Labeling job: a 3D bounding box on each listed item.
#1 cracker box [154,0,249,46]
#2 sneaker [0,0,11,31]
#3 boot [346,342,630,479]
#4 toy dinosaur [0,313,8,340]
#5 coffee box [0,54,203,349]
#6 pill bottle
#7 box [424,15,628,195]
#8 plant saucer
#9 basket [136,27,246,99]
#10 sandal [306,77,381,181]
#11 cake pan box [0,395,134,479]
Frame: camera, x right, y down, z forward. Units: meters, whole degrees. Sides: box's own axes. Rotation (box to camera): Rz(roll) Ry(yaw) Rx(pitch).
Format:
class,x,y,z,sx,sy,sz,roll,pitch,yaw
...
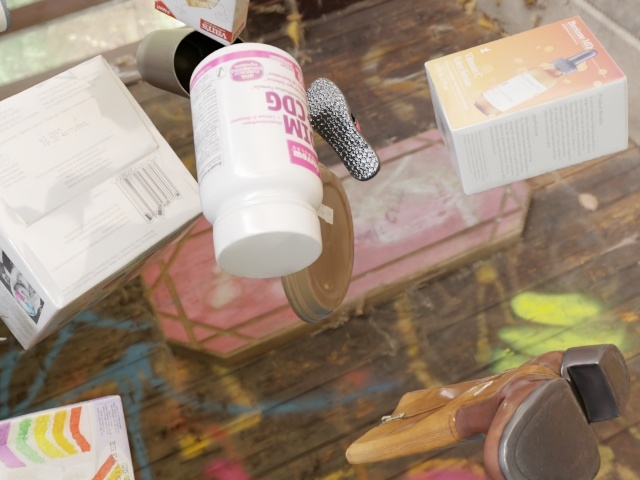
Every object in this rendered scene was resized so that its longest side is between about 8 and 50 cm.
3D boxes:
class,x,y,z,sx,sy,sz,roll,pitch,yaw
cracker box,-0.194,-0.450,1.284,0.155,0.067,0.232,27,152,3
sneaker,-0.536,-0.400,0.998,0.112,0.131,0.319,13,134,54
boot,0.134,0.183,0.768,0.280,0.264,0.096,-20,97,37
toy dinosaur,-0.612,0.155,1.143,0.313,0.160,0.121,-77,-9,-67
coffee box,-0.468,-0.059,1.403,0.338,0.337,0.334,53,145,-2
pill bottle,-0.083,-0.104,1.021,0.160,0.160,0.283,94,168,-63
box,0.209,-0.141,0.798,0.130,0.170,0.091,-101,-9,-47
plant saucer,0.000,0.000,1.292,0.278,0.041,0.278,-2,-90,-67
basket,-0.274,-0.369,1.611,0.227,0.204,0.154,22,99,47
sandal,0.033,-0.167,1.182,0.179,0.067,0.040,59,-166,10
cake pan box,-0.421,0.401,1.221,0.070,0.245,0.267,-20,78,60
